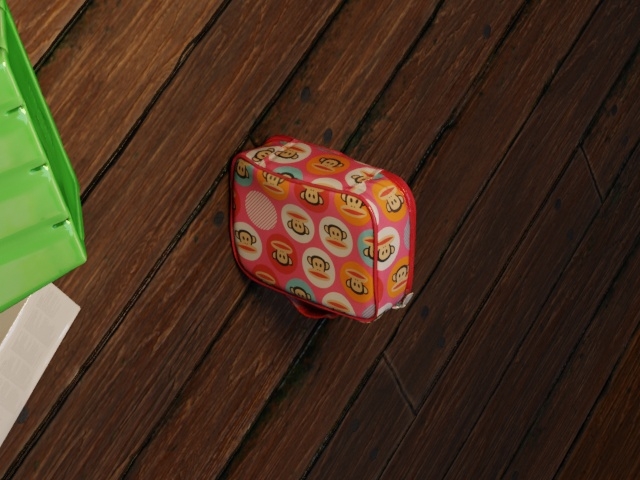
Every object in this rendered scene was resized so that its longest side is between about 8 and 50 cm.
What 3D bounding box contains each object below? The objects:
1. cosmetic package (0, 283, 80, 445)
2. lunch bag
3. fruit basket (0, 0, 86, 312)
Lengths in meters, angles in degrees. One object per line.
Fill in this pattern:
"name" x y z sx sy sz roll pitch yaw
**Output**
"cosmetic package" -0.413 0.159 2.221 0.239 0.060 0.099 -61 145 -17
"lunch bag" 0.000 0.000 2.523 0.120 0.293 0.258 -31 131 -42
"fruit basket" -0.480 -0.067 1.933 0.392 0.283 0.392 -6 127 -8
